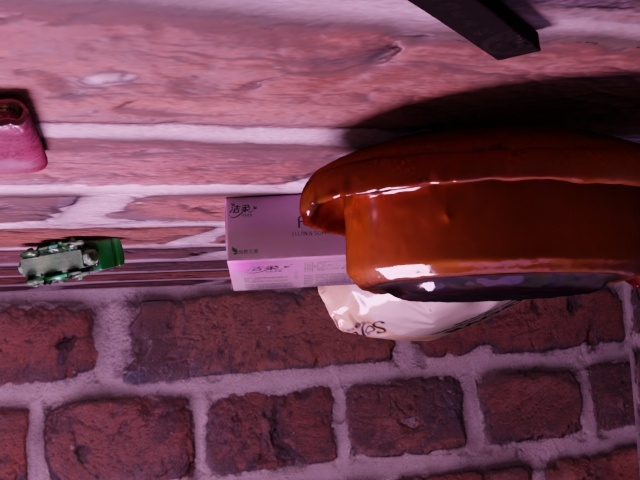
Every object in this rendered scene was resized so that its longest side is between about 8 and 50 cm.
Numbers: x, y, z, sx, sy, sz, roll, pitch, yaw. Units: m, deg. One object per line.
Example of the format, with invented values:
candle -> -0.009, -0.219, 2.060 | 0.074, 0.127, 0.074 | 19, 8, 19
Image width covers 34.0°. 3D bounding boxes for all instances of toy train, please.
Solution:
toy train -> -0.420, 0.032, 1.739 | 0.178, 0.071, 0.104 | -9, -177, 35

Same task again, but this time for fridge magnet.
fridge magnet -> 0.161, -0.025, 0.976 | 0.363, 0.155, 0.363 | -1, 173, 0

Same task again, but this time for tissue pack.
tissue pack -> 0.000, 0.000, 1.388 | 0.246, 0.093, 0.148 | -2, 163, -3
tissue pack -> 0.216, 0.045, 1.703 | 0.375, 0.195, 0.390 | -20, 168, 26

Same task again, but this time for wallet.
wallet -> -0.283, -0.078, 0.831 | 0.119, 0.025, 0.232 | -3, 176, -11

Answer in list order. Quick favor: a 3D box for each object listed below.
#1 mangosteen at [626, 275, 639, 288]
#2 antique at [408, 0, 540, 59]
mangosteen -> 0.437, -0.010, 1.403 | 0.180, 0.166, 0.166 | 10, 175, 0
antique -> 0.081, -0.128, 0.577 | 0.031, 0.015, 0.192 | -6, 174, 27
